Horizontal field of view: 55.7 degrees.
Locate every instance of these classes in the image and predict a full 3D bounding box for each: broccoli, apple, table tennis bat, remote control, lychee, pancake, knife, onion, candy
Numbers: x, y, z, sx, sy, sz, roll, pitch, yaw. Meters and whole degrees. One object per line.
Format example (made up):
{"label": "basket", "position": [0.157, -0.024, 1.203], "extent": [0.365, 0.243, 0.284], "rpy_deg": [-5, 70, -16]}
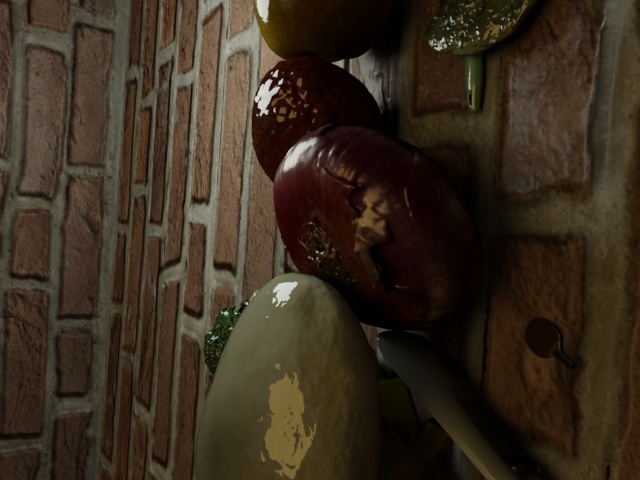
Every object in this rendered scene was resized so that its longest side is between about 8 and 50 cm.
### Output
{"label": "broccoli", "position": [-0.096, 0.209, 1.198], "extent": [0.270, 0.270, 0.270], "rpy_deg": [-55, 8, 38]}
{"label": "apple", "position": [0.005, -0.432, 1.078], "extent": [0.264, 0.264, 0.264], "rpy_deg": [-9, 79, 56]}
{"label": "table tennis bat", "position": [0.299, 0.136, 0.790], "extent": [0.083, 0.007, 0.050], "rpy_deg": [54, 129, 47]}
{"label": "remote control", "position": [0.197, 0.229, 0.849], "extent": [0.055, 0.109, 0.313], "rpy_deg": [-57, 41, 14]}
{"label": "lychee", "position": [-0.005, -0.198, 1.090], "extent": [0.255, 0.300, 0.255], "rpy_deg": [-1, 87, 18]}
{"label": "pancake", "position": [0.238, -0.393, 0.892], "extent": [0.253, 0.037, 0.253], "rpy_deg": [-10, 76, 48]}
{"label": "knife", "position": [0.231, -0.336, 0.933], "extent": [0.043, 0.020, 0.293], "rpy_deg": [-6, 80, 53]}
{"label": "onion", "position": [0.098, -0.034, 0.920], "extent": [0.347, 0.285, 0.347], "rpy_deg": [34, 150, 22]}
{"label": "candy", "position": [-0.064, 0.256, 0.875], "extent": [0.386, 0.186, 0.427], "rpy_deg": [20, 97, 58]}

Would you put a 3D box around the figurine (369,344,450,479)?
{"label": "figurine", "position": [0.072, 0.282, 0.973], "extent": [0.218, 0.169, 0.327], "rpy_deg": [-47, 51, 8]}

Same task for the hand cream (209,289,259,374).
{"label": "hand cream", "position": [-0.201, 0.245, 1.493], "extent": [0.276, 0.059, 0.095], "rpy_deg": [-56, 42, 30]}
